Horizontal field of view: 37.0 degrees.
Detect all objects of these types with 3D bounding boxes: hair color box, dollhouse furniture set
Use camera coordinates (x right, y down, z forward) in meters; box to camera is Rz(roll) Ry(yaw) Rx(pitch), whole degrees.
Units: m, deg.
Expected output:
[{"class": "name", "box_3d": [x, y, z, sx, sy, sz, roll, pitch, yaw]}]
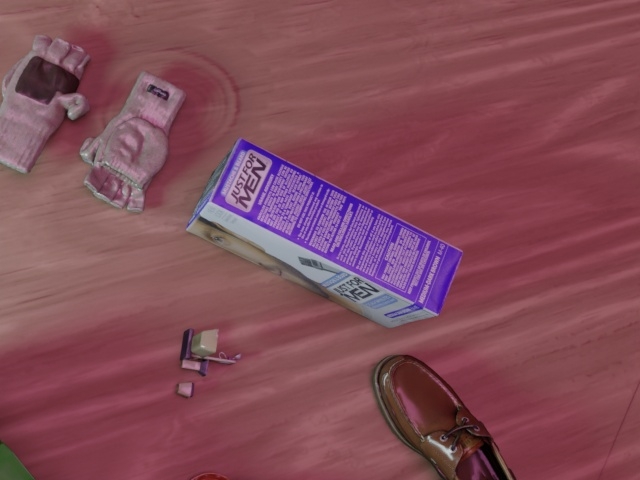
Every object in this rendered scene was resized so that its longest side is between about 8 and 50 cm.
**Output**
[{"class": "hair color box", "box_3d": [0.000, 0.000, 1.312, 0.339, 0.185, 0.110, 28, 73, -10]}, {"class": "dollhouse furniture set", "box_3d": [-0.135, 0.164, 1.273, 0.081, 0.114, 0.090, 12, 72, -20]}]

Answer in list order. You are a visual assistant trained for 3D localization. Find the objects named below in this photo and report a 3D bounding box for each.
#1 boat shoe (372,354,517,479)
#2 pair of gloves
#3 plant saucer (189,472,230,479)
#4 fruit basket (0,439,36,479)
[{"class": "boat shoe", "box_3d": [0.196, 0.285, 1.356, 0.111, 0.104, 0.307, -39, 92, -21]}, {"class": "pair of gloves", "box_3d": [-0.324, -0.163, 1.320, 0.240, 0.042, 0.204, 20, 70, -15]}, {"class": "plant saucer", "box_3d": [-0.149, 0.353, 1.279, 0.084, 0.013, 0.083, 4, 78, -17]}, {"class": "fruit basket", "box_3d": [-0.515, 0.350, 1.046, 0.392, 0.283, 0.391, 14, 61, -27]}]
